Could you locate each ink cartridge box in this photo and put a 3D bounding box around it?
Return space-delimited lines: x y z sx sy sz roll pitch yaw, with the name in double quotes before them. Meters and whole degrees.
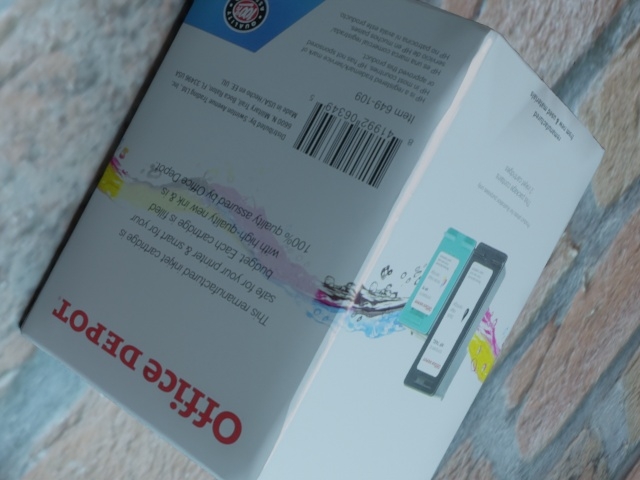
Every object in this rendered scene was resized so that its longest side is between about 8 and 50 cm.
"ink cartridge box" 0.000 0.000 0.741 0.197 0.198 0.270 28 91 -56
